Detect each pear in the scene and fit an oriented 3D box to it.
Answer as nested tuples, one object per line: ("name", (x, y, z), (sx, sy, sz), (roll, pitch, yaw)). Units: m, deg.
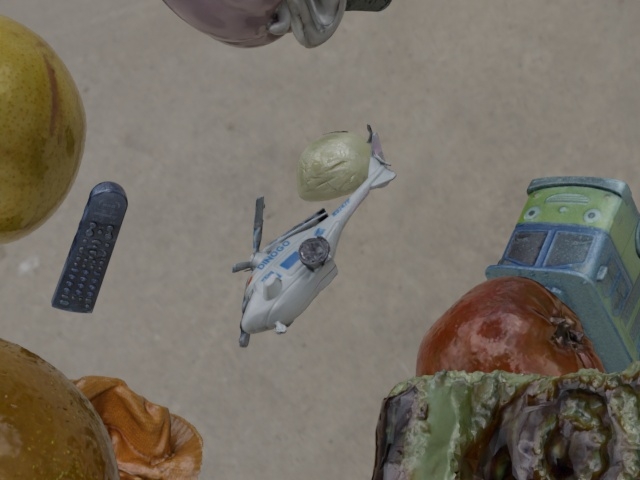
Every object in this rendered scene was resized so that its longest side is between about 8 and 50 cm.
("pear", (-0.447, -0.146, 1.571), (0.314, 0.314, 0.314), (-12, 52, 16))

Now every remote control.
("remote control", (-0.227, 0.007, 1.233), (0.152, 0.043, 0.027), (-66, 33, 26))

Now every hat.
("hat", (-0.306, 0.259, 1.536), (0.233, 0.233, 0.244), (-20, 45, 28))

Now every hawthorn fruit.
("hawthorn fruit", (0.185, 0.149, 1.329), (0.225, 0.196, 0.197), (-34, 45, 31))

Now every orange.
("orange", (-0.281, 0.196, 0.920), (0.274, 0.274, 0.274), (-12, 52, 16))

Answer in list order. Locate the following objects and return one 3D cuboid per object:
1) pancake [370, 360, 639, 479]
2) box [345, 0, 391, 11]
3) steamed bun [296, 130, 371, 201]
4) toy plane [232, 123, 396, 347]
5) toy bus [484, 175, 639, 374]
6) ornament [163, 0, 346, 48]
("pancake", (0.146, 0.261, 0.856), (0.305, 0.067, 0.427), (-29, 53, 37))
("box", (0.034, -0.255, 1.053), (0.084, 0.122, 0.069), (-9, 48, -41))
("steamed bun", (0.020, -0.112, 1.820), (0.130, 0.091, 0.112), (-8, 19, 37))
("toy plane", (0.004, 0.006, 1.421), (0.273, 0.182, 0.107), (-33, 48, -31))
("toy bus", (0.358, 0.078, 1.611), (0.152, 0.312, 0.190), (5, 52, 40))
("ornament", (-0.037, -0.214, 0.856), (0.177, 0.177, 0.177), (-12, 52, 16))
